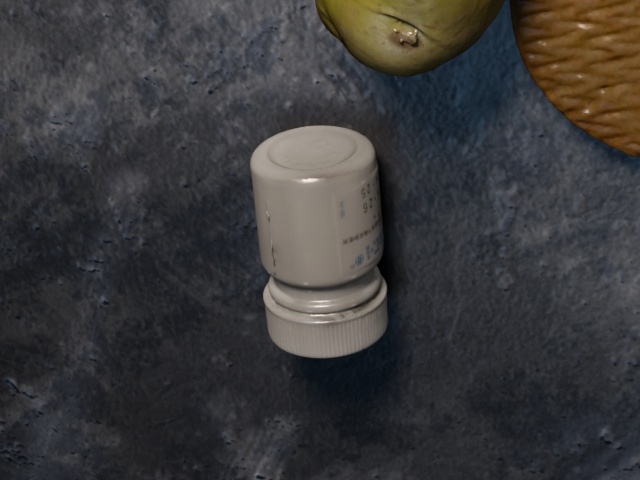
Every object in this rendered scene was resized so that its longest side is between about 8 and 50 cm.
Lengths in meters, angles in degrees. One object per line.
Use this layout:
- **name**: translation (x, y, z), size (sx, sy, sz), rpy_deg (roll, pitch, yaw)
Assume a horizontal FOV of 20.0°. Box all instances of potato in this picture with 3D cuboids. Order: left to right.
- **potato**: translation (0.069, -0.218, 1.286), size (0.137, 0.154, 0.200), rpy_deg (-1, 128, -34)

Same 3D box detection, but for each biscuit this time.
- **biscuit**: translation (0.268, -0.174, 1.319), size (0.262, 0.037, 0.262), rpy_deg (8, 121, 14)

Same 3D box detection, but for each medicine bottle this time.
- **medicine bottle**: translation (0.000, 0.000, 1.470), size (0.105, 0.105, 0.168), rpy_deg (4, 119, 16)
